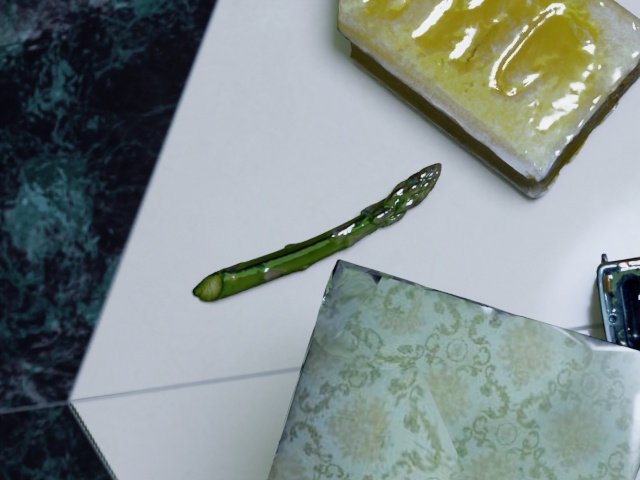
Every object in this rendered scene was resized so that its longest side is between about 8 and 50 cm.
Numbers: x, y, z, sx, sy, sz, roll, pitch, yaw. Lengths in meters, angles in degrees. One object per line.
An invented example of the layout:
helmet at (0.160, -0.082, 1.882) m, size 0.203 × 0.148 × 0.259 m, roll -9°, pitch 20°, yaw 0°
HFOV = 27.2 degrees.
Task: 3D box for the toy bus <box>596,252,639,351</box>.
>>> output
toy bus at (0.299, 0.043, 1.005) m, size 0.182 × 0.103 × 0.091 m, roll -9°, pitch 90°, yaw 3°

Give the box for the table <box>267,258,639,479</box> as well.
table at (0.084, 0.224, 0.910) m, size 0.222 × 0.272 × 0.335 m, roll 16°, pitch 82°, yaw 15°

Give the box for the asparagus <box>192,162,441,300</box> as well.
asparagus at (0.000, 0.000, 1.102) m, size 0.236 × 0.027 × 0.034 m, roll -26°, pitch 87°, yaw 4°

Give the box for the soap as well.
soap at (0.127, -0.175, 1.090) m, size 0.257 × 0.080 × 0.160 m, roll 39°, pitch 86°, yaw 14°
